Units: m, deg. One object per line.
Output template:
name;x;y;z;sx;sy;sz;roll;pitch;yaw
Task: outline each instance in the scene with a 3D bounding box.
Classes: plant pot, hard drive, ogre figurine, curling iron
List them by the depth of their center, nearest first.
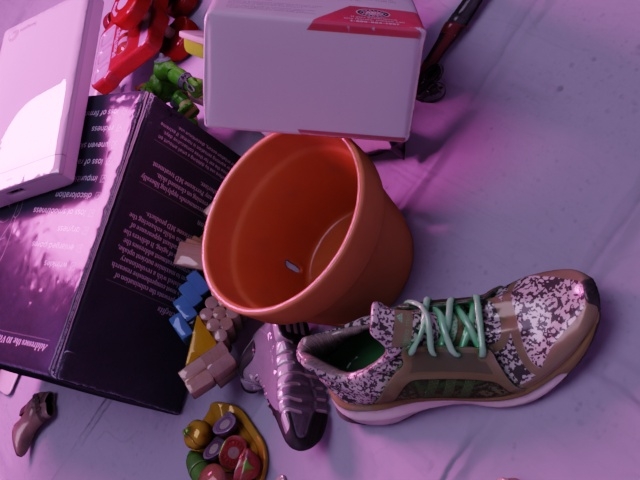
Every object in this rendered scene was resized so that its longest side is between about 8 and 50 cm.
plant pot;0.000;0.000;1.235;0.290;0.203;0.291;-19;57;33
curling iron;0.222;-0.333;1.339;0.068;0.035;0.274;32;91;42
hard drive;-0.486;-0.238;1.452;0.233;0.047;0.353;-13;62;31
ogre figurine;-0.274;-0.257;1.559;0.097;0.197;0.118;-36;77;-15

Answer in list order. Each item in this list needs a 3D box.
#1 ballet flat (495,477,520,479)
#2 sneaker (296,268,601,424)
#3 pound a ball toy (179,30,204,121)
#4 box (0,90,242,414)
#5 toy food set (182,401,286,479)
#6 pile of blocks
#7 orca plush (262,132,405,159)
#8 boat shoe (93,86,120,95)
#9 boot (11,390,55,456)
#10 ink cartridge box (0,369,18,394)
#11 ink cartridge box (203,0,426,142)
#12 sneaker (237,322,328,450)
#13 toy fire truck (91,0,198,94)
ballet flat;0.173;0.336;1.011;0.168;0.052;0.057;-46;46;13
sneaker;0.141;0.128;1.057;0.410;0.182;0.158;-25;53;29
pound a ball toy;-0.163;-0.274;1.600;0.319;0.135;0.208;26;116;43
box;-0.436;0.017;1.517;0.479;0.297;0.472;5;71;37
toy food set;-0.151;0.333;1.282;0.128;0.071;0.218;-53;45;6
pile of blocks;-0.167;0.083;1.389;0.149;0.113;0.362;14;68;6
orca plush;0.032;-0.204;1.393;0.287;0.151;0.102;-3;34;41
boat shoe;-0.511;-0.287;1.940;0.063;0.066;0.184;3;79;41
boot;-0.553;0.351;1.645;0.087;0.042;0.118;-27;53;26
ink cartridge box;-0.770;0.195;1.861;0.353;0.119;0.207;9;74;44
ink cartridge box;-0.009;-0.294;1.243;0.385;0.279;0.160;-88;2;-61
sneaker;-0.065;0.223;1.271;0.132;0.086;0.229;-38;44;35
toy fire truck;-0.412;-0.495;1.887;0.254;0.169;0.302;-25;53;34
